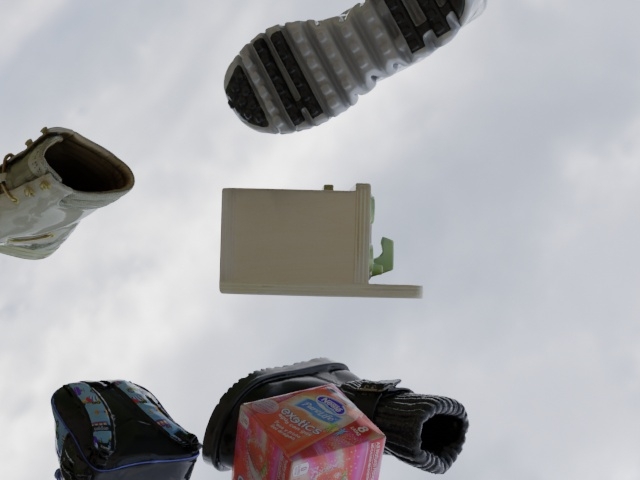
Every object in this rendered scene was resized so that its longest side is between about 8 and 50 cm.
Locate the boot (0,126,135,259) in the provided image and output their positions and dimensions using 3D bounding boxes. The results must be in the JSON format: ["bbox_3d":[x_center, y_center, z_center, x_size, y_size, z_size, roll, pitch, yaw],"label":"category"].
[{"bbox_3d":[-0.290,-0.049,1.260,0.165,0.213,0.077,-29,-122,45],"label":"boot"}]

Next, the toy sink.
[{"bbox_3d":[0.000,0.000,1.667,0.153,0.234,0.131,155,-63,-88],"label":"toy sink"}]

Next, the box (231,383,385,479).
[{"bbox_3d":[-0.026,0.365,1.941,0.142,0.154,0.299,41,-49,46],"label":"box"}]

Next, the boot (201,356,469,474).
[{"bbox_3d":[0.028,0.268,2.020,0.260,0.348,0.131,19,-66,34],"label":"boot"}]

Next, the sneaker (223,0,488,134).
[{"bbox_3d":[0.037,-0.187,1.399,0.292,0.110,0.118,-22,-179,28],"label":"sneaker"}]

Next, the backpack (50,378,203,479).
[{"bbox_3d":[-0.249,0.245,1.706,0.173,0.158,0.116,44,-53,44],"label":"backpack"}]
